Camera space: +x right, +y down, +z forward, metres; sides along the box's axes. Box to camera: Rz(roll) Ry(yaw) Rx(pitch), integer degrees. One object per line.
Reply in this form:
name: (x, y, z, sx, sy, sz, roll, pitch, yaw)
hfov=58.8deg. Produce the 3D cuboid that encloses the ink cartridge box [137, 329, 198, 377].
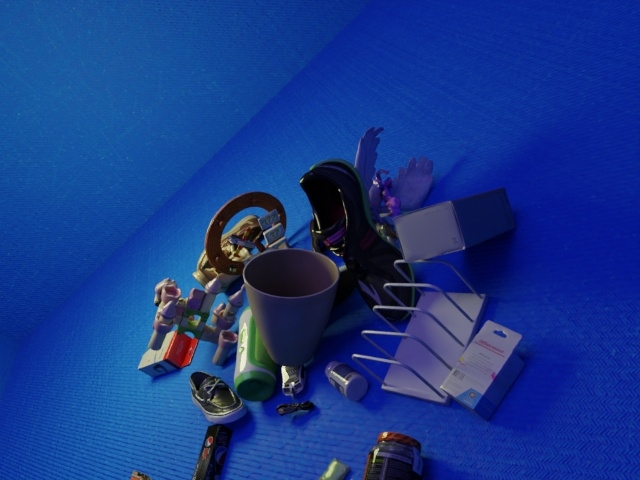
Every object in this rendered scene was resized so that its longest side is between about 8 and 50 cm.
ink cartridge box: (-0.576, 0.425, 2.161, 0.231, 0.078, 0.134, -24, 37, 33)

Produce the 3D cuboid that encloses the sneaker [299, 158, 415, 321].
sneaker: (0.080, 0.010, 1.514, 0.202, 0.483, 0.185, -15, -18, -49)

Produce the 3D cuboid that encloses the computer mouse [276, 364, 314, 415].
computer mouse: (-0.069, 0.400, 1.578, 0.106, 0.042, 0.193, -23, 36, 16)

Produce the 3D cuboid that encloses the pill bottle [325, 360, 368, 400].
pill bottle: (0.062, 0.352, 1.443, 0.067, 0.067, 0.120, -52, 31, -9)

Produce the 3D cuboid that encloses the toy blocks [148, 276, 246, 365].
toy blocks: (-0.413, 0.213, 1.942, 0.309, 0.288, 0.260, -107, 39, -59)

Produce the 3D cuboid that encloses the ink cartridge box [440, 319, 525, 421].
ink cartridge box: (0.348, 0.268, 1.184, 0.181, 0.061, 0.104, -52, 31, -8)

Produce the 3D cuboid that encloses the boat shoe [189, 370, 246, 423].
boat shoe: (-0.324, 0.468, 1.736, 0.108, 0.102, 0.301, -21, 14, -28)

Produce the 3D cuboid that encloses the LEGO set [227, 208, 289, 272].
LEGO set: (-0.227, 0.022, 2.023, 0.244, 0.182, 0.060, -31, 40, -17)

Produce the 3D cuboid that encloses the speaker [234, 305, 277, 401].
speaker: (-0.193, 0.336, 1.728, 0.131, 0.131, 0.296, -34, 33, 21)

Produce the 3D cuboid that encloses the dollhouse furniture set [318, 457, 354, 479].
dollhouse furniture set: (0.039, 0.536, 1.263, 0.151, 0.058, 0.076, 9, 61, 55)

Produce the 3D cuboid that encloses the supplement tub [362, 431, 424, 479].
supplement tub: (0.140, 0.490, 1.131, 0.117, 0.117, 0.190, -17, 42, 41)

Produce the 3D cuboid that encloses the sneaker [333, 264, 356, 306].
sneaker: (-0.008, 0.157, 1.724, 0.290, 0.106, 0.123, -42, 33, 11)

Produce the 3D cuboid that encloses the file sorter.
file sorter: (0.223, 0.202, 1.312, 0.193, 0.173, 0.278, -4, 51, 51)

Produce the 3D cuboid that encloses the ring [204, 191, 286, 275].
ring: (-0.257, -0.017, 2.039, 0.336, 0.336, 0.032, -50, 48, -5)

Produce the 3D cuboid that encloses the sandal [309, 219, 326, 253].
sandal: (0.000, 0.000, 1.926, 0.060, 0.090, 0.219, -12, 26, 3)

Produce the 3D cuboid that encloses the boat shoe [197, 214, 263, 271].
boat shoe: (-0.361, 0.039, 2.309, 0.342, 0.123, 0.123, -40, 29, 1)

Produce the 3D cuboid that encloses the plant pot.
plant pot: (-0.080, 0.201, 1.567, 0.256, 0.274, 0.256, 1, 29, -1)

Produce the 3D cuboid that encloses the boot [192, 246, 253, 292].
boot: (-0.354, 0.102, 2.137, 0.203, 0.262, 0.095, -42, 73, 3)

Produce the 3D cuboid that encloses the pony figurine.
pony figurine: (0.160, -0.123, 1.723, 0.363, 0.303, 0.351, -6, 69, 56)

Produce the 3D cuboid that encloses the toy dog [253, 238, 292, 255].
toy dog: (-0.157, 0.097, 1.917, 0.220, 0.161, 0.333, -47, 30, -10)

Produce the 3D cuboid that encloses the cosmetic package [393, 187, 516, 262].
cosmetic package: (0.326, -0.041, 1.352, 0.160, 0.113, 0.309, -16, -2, 39)

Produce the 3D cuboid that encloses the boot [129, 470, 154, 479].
boot: (-0.554, 0.770, 1.752, 0.158, 0.059, 0.085, -16, 45, 55)

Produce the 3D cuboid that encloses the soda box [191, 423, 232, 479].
soda box: (-0.308, 0.613, 1.619, 0.060, 0.053, 0.169, -23, 38, 34)
